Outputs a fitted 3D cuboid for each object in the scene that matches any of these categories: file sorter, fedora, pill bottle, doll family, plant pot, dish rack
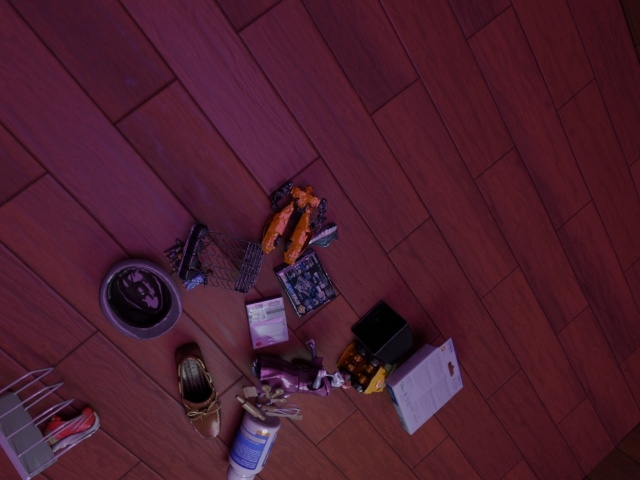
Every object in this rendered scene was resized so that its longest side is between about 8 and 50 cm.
[{"bbox_3d":[-0.886,0.563,1.403,0.173,0.193,0.278,-35,86,-14],"label":"file sorter"},{"bbox_3d":[-0.602,0.188,1.494,0.243,0.124,0.275,-44,104,-7],"label":"fedora"},{"bbox_3d":[-0.274,0.817,1.748,0.152,0.152,0.272,21,96,-22],"label":"pill bottle"},{"bbox_3d":[-0.457,0.086,1.553,0.111,0.076,0.193,-31,116,-14],"label":"doll family"},{"bbox_3d":[0.274,0.401,1.831,0.188,0.187,0.167,-41,124,-6],"label":"plant pot"},{"bbox_3d":[-0.336,0.070,1.534,0.271,0.074,0.208,18,92,-34],"label":"dish rack"}]

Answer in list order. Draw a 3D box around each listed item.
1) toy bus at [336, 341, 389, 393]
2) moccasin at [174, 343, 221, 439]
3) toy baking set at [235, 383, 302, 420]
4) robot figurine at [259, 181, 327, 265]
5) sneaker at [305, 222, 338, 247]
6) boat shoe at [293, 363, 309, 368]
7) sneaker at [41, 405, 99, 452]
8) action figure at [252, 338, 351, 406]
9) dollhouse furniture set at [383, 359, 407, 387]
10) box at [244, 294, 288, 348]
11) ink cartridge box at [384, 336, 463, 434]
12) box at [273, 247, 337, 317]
[{"bbox_3d":[0.207,0.553,1.822,0.211,0.220,0.149,39,85,-30],"label":"toy bus"},{"bbox_3d":[-0.443,0.573,1.631,0.139,0.147,0.380,-9,106,-17],"label":"moccasin"},{"bbox_3d":[-0.187,0.612,1.631,0.196,0.030,0.256,-21,121,25],"label":"toy baking set"},{"bbox_3d":[-0.101,-0.069,1.615,0.211,0.085,0.291,27,94,-3],"label":"robot figurine"},{"bbox_3d":[0.000,0.000,1.696,0.166,0.065,0.076,-26,115,-10],"label":"sneaker"},{"bbox_3d":[-0.061,0.530,1.811,0.125,0.046,0.038,10,95,-29],"label":"boat shoe"},{"bbox_3d":[-0.918,0.660,1.530,0.278,0.107,0.118,-21,90,-17],"label":"sneaker"},{"bbox_3d":[-0.070,0.535,1.652,0.369,0.248,0.276,8,102,4],"label":"action figure"},{"bbox_3d":[0.350,0.604,1.928,0.151,0.123,0.144,27,93,-23],"label":"dollhouse furniture set"},{"bbox_3d":[-0.207,0.314,1.711,0.145,0.038,0.186,-12,105,-16],"label":"box"},{"bbox_3d":[0.440,0.596,1.844,0.330,0.071,0.324,-34,122,-20],"label":"ink cartridge box"},{"bbox_3d":[-0.057,0.166,1.719,0.175,0.051,0.220,-30,111,-10],"label":"box"}]
